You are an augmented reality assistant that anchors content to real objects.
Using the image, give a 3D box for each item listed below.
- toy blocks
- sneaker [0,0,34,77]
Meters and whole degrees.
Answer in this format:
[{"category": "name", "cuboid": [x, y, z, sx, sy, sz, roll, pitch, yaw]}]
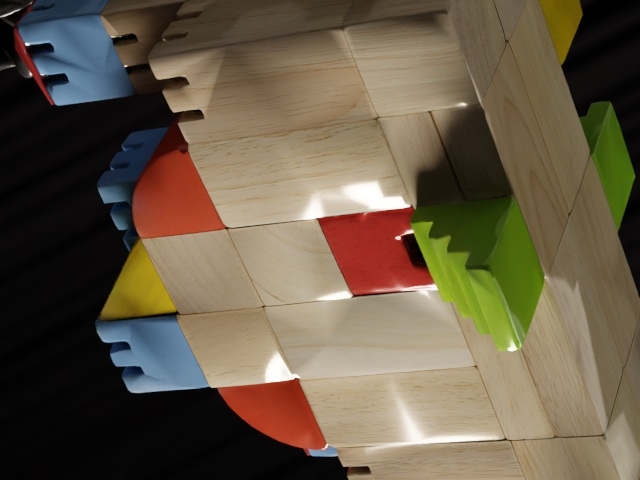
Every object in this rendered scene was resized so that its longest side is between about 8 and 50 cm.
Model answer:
[{"category": "toy blocks", "cuboid": [0.000, 0.000, 0.939, 0.381, 0.261, 0.191, 66, -148, -31]}, {"category": "sneaker", "cuboid": [-0.172, -0.179, 1.114, 0.130, 0.227, 0.087, 32, 166, 16]}]
